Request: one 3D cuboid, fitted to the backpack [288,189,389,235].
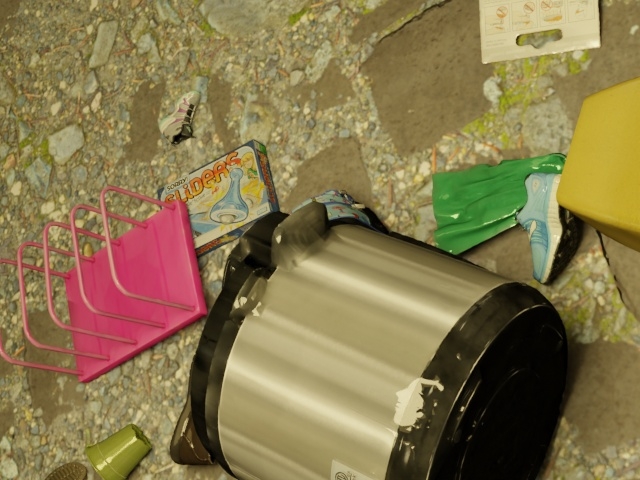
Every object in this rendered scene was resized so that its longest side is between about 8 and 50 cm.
[{"bbox_3d":[0.000,0.000,1.505,0.158,0.173,0.117,-41,58,14],"label":"backpack"}]

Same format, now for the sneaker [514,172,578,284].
[{"bbox_3d":[0.289,-0.020,1.369,0.073,0.063,0.162,22,128,36],"label":"sneaker"}]

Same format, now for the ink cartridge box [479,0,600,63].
[{"bbox_3d":[0.317,-0.375,1.526,0.181,0.056,0.225,-3,91,30],"label":"ink cartridge box"}]

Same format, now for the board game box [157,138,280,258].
[{"bbox_3d":[-0.167,-0.060,1.709,0.201,0.035,0.136,-26,62,22],"label":"board game box"}]

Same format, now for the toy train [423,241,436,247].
[{"bbox_3d":[0.181,0.064,1.465,0.036,0.027,0.158,-48,56,22],"label":"toy train"}]

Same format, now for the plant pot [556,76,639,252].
[{"bbox_3d":[0.413,-0.081,1.276,0.187,0.212,0.212,11,79,47],"label":"plant pot"}]

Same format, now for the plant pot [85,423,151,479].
[{"bbox_3d":[-0.308,0.328,1.646,0.079,0.083,0.083,-41,57,0],"label":"plant pot"}]

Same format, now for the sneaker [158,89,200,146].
[{"bbox_3d":[-0.225,-0.201,1.794,0.098,0.038,0.069,-49,57,20],"label":"sneaker"}]

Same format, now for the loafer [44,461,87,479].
[{"bbox_3d":[-0.429,0.419,1.703,0.148,0.050,0.056,-45,59,-8],"label":"loafer"}]

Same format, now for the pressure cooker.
[{"bbox_3d":[0.045,0.165,1.302,0.420,0.375,0.370,19,87,34],"label":"pressure cooker"}]

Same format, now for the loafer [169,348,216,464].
[{"bbox_3d":[-0.154,0.236,1.587,0.078,0.080,0.220,14,87,24],"label":"loafer"}]

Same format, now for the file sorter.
[{"bbox_3d":[-0.358,0.069,1.669,0.290,0.182,0.202,-30,60,30],"label":"file sorter"}]

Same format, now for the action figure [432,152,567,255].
[{"bbox_3d":[0.264,-0.061,1.432,0.232,0.063,0.137,-18,63,29],"label":"action figure"}]
